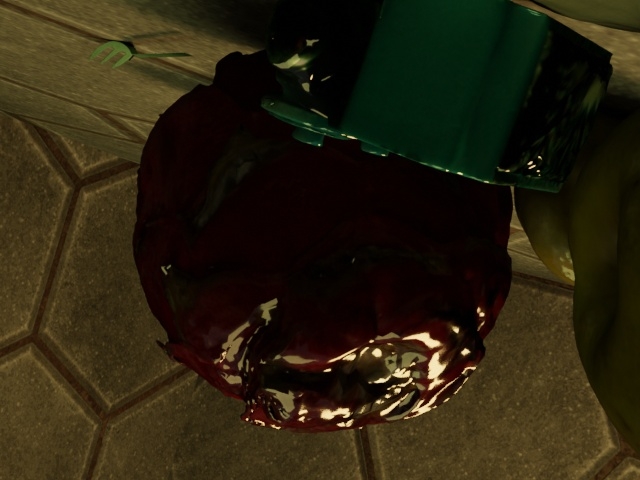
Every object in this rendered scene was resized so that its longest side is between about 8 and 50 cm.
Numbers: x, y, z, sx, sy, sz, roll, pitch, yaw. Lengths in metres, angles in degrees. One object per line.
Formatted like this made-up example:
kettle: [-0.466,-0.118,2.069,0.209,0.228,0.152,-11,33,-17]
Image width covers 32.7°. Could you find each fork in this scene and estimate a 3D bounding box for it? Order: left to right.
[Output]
fork: [-0.178,-0.193,1.113,0.039,0.021,0.235,12,179,-33]

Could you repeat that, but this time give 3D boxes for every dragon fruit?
dragon fruit: [0.003,-0.001,0.877,0.329,0.329,0.329,16,178,1]

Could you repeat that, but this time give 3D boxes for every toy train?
toy train: [0.061,-0.086,0.567,0.154,0.107,0.198,23,-169,27]

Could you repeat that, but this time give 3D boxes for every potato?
potato: [0.236,-0.022,0.847,0.155,0.136,0.200,15,179,39]

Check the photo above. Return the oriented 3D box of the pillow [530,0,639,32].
pillow: [0.084,-0.129,0.440,0.230,0.050,0.148,17,-175,-23]

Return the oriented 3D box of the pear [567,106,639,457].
pear: [0.268,0.024,0.483,0.307,0.252,0.253,6,179,-8]
